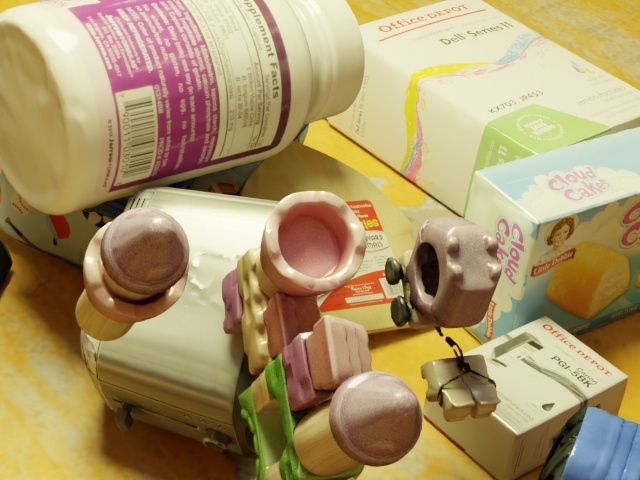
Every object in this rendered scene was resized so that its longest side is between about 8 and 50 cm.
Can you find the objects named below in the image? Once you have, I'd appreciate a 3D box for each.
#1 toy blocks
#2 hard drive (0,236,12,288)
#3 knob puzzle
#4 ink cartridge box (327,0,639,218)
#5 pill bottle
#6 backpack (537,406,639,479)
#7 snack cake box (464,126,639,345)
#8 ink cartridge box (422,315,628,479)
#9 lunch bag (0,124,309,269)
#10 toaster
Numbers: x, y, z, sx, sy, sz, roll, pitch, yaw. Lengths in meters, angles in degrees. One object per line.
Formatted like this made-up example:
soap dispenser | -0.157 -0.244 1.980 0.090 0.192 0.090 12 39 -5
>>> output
toy blocks | 0.019 0.105 0.859 0.309 0.260 0.288 -3 73 -20
hard drive | -0.399 0.025 1.142 0.255 0.054 0.172 10 34 0
knob puzzle | 0.000 0.000 1.227 0.213 0.030 0.213 16 54 -23
ink cartridge box | 0.154 -0.152 1.469 0.207 0.119 0.353 -22 46 -37
pill bottle | -0.115 -0.135 1.156 0.302 0.169 0.169 -18 43 -36
backpack | 0.205 0.184 0.999 0.101 0.120 0.098 16 34 10
snack cake box | 0.250 -0.007 1.255 0.264 0.152 0.089 -16 42 -32
ink cartridge box | 0.168 0.126 1.128 0.135 0.056 0.099 -21 44 -35
lunch bag | -0.144 -0.079 1.304 0.243 0.115 0.303 20 37 11
toaster | -0.090 0.049 1.077 0.147 0.129 0.227 11 64 9
